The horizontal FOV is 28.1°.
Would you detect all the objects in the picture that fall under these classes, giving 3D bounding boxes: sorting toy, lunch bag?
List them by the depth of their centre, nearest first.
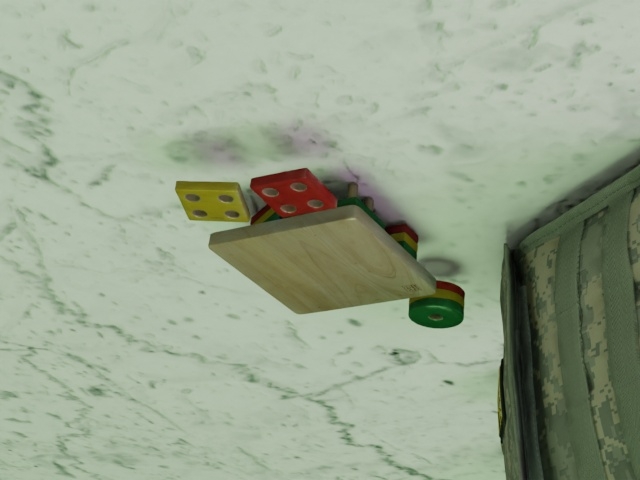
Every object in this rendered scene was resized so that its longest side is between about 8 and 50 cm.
[{"bbox_3d":[0.221,0.103,0.936,0.169,0.235,0.287,14,152,-25],"label":"lunch bag"},{"bbox_3d":[0.000,0.000,0.992,0.132,0.046,0.274,-11,148,30],"label":"sorting toy"}]

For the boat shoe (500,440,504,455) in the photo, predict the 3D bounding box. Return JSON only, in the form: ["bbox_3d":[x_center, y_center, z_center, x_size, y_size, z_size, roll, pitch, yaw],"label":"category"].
[{"bbox_3d":[0.319,0.193,1.178,0.302,0.103,0.113,-13,147,13],"label":"boat shoe"}]
